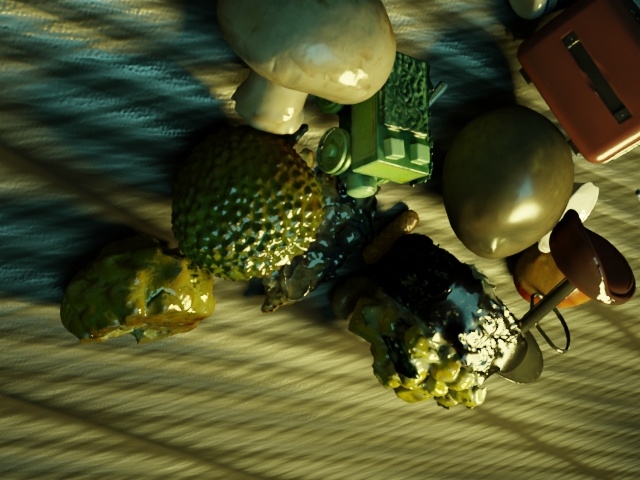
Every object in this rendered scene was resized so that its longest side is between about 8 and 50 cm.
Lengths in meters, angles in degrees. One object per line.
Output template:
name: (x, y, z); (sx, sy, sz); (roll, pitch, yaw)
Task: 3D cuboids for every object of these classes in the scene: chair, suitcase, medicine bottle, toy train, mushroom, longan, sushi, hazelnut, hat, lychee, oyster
chair: (0.524, 0.122, 1.620); (0.226, 0.227, 0.401); (5, 138, -30)
suitcase: (0.545, -0.316, 1.403); (0.236, 0.297, 0.161); (-36, 172, 31)
medicine bottle: (0.469, -0.506, 1.419); (0.191, 0.107, 0.107); (-22, 127, -15)
toy train: (0.097, -0.216, 1.319); (0.159, 0.188, 0.272); (10, 75, -36)
mushroom: (-0.037, -0.302, 1.171); (0.297, 0.297, 0.290); (11, 125, -33)
longan: (0.388, -0.117, 1.523); (0.288, 0.288, 0.350); (-21, 142, -15)
sushi: (0.217, 0.181, 1.525); (0.285, 0.328, 0.329); (-45, 141, -8)
hazelnut: (0.593, 0.078, 1.826); (0.210, 0.210, 0.186); (-19, 97, -16)
hat: (0.534, -0.083, 1.696); (0.203, 0.126, 0.203); (-31, 146, -25)
lychee: (-0.127, -0.073, 1.288); (0.269, 0.320, 0.270); (3, 116, 6)
oyster: (-0.010, 0.006, 1.510); (0.361, 0.096, 0.221); (-41, 123, -2)

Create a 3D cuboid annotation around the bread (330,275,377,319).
bread: (0.071, 0.120, 1.642); (0.113, 0.060, 0.082); (-27, 129, -13)

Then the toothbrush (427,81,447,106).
toothbrush: (0.193, -0.243, 1.503); (0.204, 0.017, 0.022); (-51, 148, 10)

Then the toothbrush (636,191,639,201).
toothbrush: (0.928, -0.074, 1.994); (0.269, 0.021, 0.027); (26, 100, -37)

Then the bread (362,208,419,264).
bread: (0.156, -0.008, 1.612); (0.157, 0.044, 0.052); (-43, 157, 2)

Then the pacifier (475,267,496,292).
pacifier: (0.387, 0.106, 1.798); (0.099, 0.081, 0.078); (-10, 96, -23)

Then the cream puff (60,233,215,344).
cream puff: (-0.338, 0.086, 1.346); (0.281, 0.185, 0.282); (-14, 165, -4)
